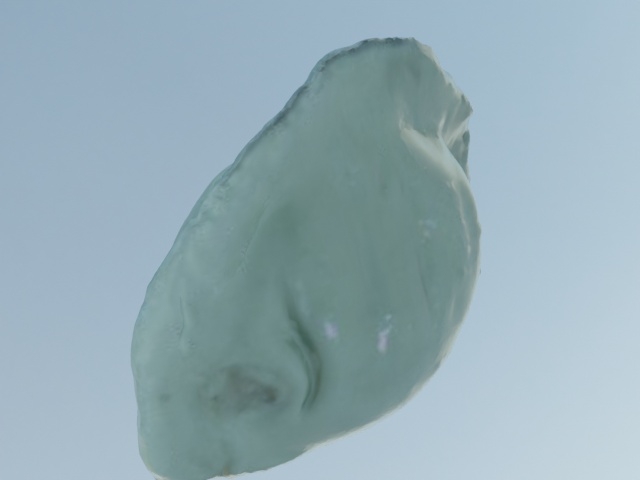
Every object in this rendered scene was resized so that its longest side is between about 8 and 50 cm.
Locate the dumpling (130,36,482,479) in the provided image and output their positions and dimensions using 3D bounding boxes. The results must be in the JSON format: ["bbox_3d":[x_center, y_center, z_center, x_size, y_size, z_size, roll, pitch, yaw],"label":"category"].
[{"bbox_3d":[-0.008,0.005,0.422,0.219,0.108,0.153,-42,-64,-37],"label":"dumpling"}]
